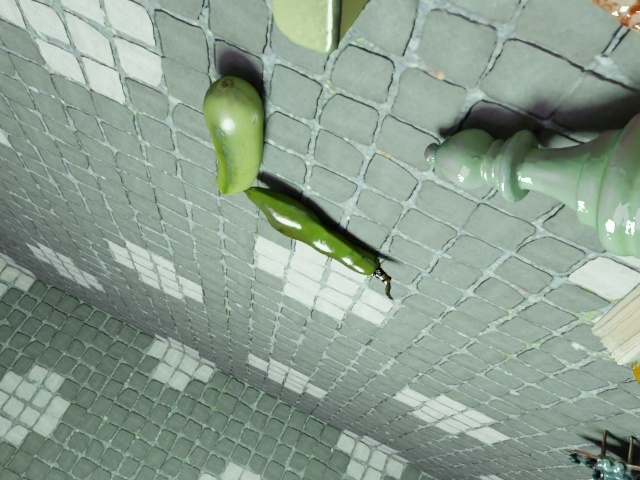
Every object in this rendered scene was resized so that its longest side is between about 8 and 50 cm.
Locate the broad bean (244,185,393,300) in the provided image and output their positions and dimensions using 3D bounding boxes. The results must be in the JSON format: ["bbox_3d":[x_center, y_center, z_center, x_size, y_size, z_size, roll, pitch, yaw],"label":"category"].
[{"bbox_3d":[0.003,-0.007,0.933,0.325,0.067,0.075,31,-177,-10],"label":"broad bean"}]

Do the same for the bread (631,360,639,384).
[{"bbox_3d":[0.545,0.191,0.735,0.190,0.114,0.132,25,156,16],"label":"bread"}]

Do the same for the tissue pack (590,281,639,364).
[{"bbox_3d":[0.414,0.024,0.513,0.170,0.071,0.325,-19,150,-8],"label":"tissue pack"}]

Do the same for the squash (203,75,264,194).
[{"bbox_3d":[-0.127,-0.148,0.787,0.083,0.083,0.250,25,156,4],"label":"squash"}]

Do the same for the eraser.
[{"bbox_3d":[0.023,-0.237,0.385,0.058,0.172,0.117,23,153,12],"label":"eraser"}]

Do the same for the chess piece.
[{"bbox_3d":[0.230,-0.077,0.561,0.271,0.139,0.139,19,154,42],"label":"chess piece"}]

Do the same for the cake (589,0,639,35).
[{"bbox_3d":[0.264,-0.179,0.289,0.262,0.158,0.160,31,149,-4],"label":"cake"}]

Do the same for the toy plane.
[{"bbox_3d":[0.694,0.543,1.210,0.222,0.104,0.326,2,144,39],"label":"toy plane"}]
